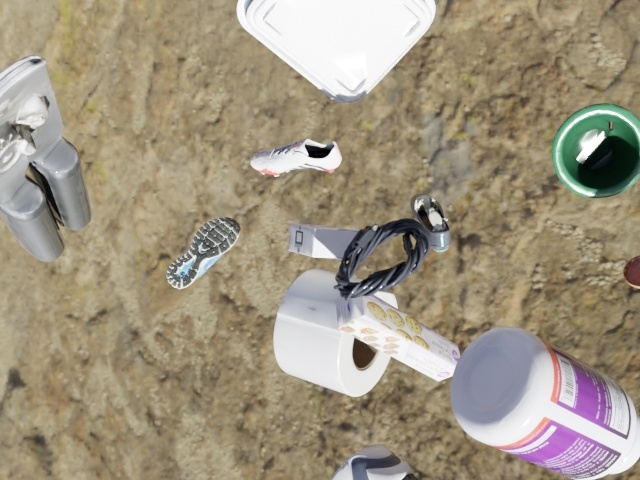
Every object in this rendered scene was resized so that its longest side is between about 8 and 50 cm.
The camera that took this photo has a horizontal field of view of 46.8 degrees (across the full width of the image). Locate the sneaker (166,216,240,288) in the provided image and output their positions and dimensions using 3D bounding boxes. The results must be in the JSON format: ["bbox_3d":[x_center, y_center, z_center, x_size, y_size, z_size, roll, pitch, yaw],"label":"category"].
[{"bbox_3d":[-0.212,0.019,1.344,0.063,0.162,0.073,47,176,1],"label":"sneaker"}]

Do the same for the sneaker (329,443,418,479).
[{"bbox_3d":[0.041,0.300,0.597,0.153,0.094,0.235,37,103,29],"label":"sneaker"}]

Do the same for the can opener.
[{"bbox_3d":[-0.229,-0.061,0.542,0.095,0.076,0.283,36,160,-2],"label":"can opener"}]

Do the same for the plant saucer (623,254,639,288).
[{"bbox_3d":[0.670,0.065,1.527,0.083,0.013,0.083,-20,42,19],"label":"plant saucer"}]

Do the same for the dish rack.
[{"bbox_3d":[0.039,-0.428,1.415,0.285,0.333,0.072,-44,32,21],"label":"dish rack"}]

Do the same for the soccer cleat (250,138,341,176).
[{"bbox_3d":[-0.023,-0.077,0.665,0.036,0.083,0.029,83,-171,-61],"label":"soccer cleat"}]

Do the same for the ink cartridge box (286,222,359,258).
[{"bbox_3d":[0.000,0.000,1.559,0.180,0.104,0.060,-168,82,-67],"label":"ink cartridge box"}]

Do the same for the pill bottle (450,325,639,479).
[{"bbox_3d":[0.371,0.269,1.175,0.181,0.323,0.181,-36,39,36],"label":"pill bottle"}]

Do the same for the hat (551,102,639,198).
[{"bbox_3d":[0.530,-0.185,1.442,0.173,0.183,0.208,-28,107,16],"label":"hat"}]

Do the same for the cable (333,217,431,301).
[{"bbox_3d":[0.099,0.036,1.222,0.150,0.184,0.047,6,136,39],"label":"cable"}]

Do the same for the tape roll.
[{"bbox_3d":[0.037,0.195,1.594,0.169,0.246,0.246,12,105,34],"label":"tape roll"}]

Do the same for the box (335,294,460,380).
[{"bbox_3d":[0.154,0.182,1.398,0.063,0.324,0.067,-30,46,30],"label":"box"}]

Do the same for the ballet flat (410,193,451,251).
[{"bbox_3d":[0.261,-0.063,1.749,0.074,0.074,0.203,-60,30,34],"label":"ballet flat"}]
